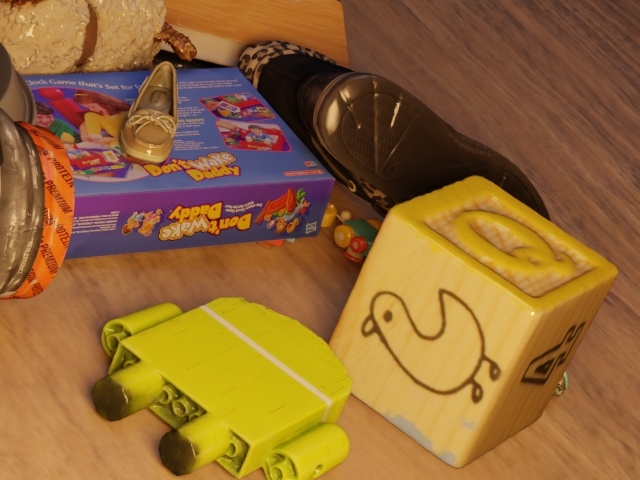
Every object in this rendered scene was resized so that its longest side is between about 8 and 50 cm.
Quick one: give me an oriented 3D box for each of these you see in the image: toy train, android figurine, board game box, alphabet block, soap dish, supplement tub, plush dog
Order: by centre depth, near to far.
[{"bbox_3d":[-0.400,-0.039,1.676,0.338,0.207,0.207,7,31,-36],"label":"supplement tub"},{"bbox_3d":[-0.081,0.134,1.789,0.248,0.056,0.273,34,29,21],"label":"android figurine"},{"bbox_3d":[0.147,0.077,1.917,0.192,0.197,0.193,34,29,20],"label":"alphabet block"},{"bbox_3d":[-0.193,-0.087,2.024,0.347,0.078,0.233,-5,38,-32],"label":"board game box"},{"bbox_3d":[-0.279,-0.236,2.106,0.225,0.262,0.210,-22,55,-43],"label":"plush dog"},{"bbox_3d":[0.000,0.000,2.111,0.166,0.046,0.125,20,29,-1],"label":"toy train"},{"bbox_3d":[-0.120,-0.284,2.377,0.291,0.118,0.229,14,9,-17],"label":"soap dish"}]

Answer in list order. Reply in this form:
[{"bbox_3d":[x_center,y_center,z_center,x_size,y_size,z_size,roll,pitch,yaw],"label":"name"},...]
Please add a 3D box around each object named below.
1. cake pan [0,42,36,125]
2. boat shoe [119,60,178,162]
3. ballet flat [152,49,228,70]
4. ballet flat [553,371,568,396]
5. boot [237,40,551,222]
[{"bbox_3d":[-0.431,-0.143,1.910,0.293,0.054,0.293,2,39,-2],"label":"cake pan"},{"bbox_3d":[-0.171,-0.132,1.981,0.056,0.048,0.153,15,31,-3],"label":"boat shoe"},{"bbox_3d":[-0.129,-0.185,2.337,0.250,0.058,0.084,13,17,-14],"label":"ballet flat"},{"bbox_3d":[0.216,0.102,2.083,0.070,0.070,0.188,13,34,-20],"label":"ballet flat"},{"bbox_3d":[0.080,-0.089,2.199,0.377,0.138,0.284,35,-2,-33],"label":"boot"}]
